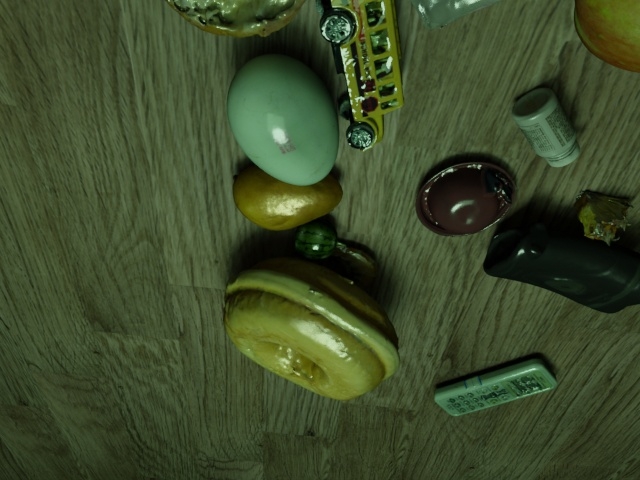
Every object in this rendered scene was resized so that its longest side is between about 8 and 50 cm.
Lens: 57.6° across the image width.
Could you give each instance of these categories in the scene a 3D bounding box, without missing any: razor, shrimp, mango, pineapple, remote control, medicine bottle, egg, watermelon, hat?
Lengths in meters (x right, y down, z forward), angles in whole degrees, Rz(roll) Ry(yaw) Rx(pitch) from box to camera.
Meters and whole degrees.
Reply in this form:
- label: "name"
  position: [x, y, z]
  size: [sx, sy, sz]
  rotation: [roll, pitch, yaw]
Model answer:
- label: "razor"
  position: [0.535, 0.056, 1.248]
  size: [0.349, 0.113, 0.204]
  rotation: [18, 159, -10]
- label: "shrimp"
  position: [0.016, 0.089, 1.416]
  size: [0.198, 0.051, 0.262]
  rotation: [25, 137, -6]
- label: "mango"
  position: [-0.067, -0.091, 1.197]
  size: [0.228, 0.109, 0.147]
  rotation: [2, 110, 5]
- label: "pineapple"
  position: [0.568, -0.054, 1.182]
  size: [0.116, 0.137, 0.069]
  rotation: [44, 134, 22]
- label: "remote control"
  position: [0.495, 0.419, 1.669]
  size: [0.336, 0.065, 0.128]
  rotation: [-26, 124, 28]
- label: "medicine bottle"
  position: [0.414, -0.202, 1.056]
  size: [0.079, 0.079, 0.140]
  rotation: [-28, 125, 29]
- label: "egg"
  position: [-0.059, -0.205, 1.030]
  size: [0.183, 0.182, 0.264]
  rotation: [-13, 139, 18]
- label: "watermelon"
  position: [-0.006, -0.002, 1.281]
  size: [0.109, 0.108, 0.108]
  rotation: [3, 135, 3]
- label: "hat"
  position: [0.297, -0.071, 1.190]
  size: [0.206, 0.089, 0.205]
  rotation: [3, 134, 3]

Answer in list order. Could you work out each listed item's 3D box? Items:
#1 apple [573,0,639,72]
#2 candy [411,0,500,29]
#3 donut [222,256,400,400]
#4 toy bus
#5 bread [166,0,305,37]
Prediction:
- label: "apple"
  position: [0.467, -0.375, 0.709]
  size: [0.340, 0.339, 0.339]
  rotation: [3, 135, 3]
- label: "candy"
  position: [0.194, -0.423, 0.816]
  size: [0.195, 0.137, 0.184]
  rotation: [-14, 132, 27]
- label: "donut"
  position: [-0.025, 0.208, 1.359]
  size: [0.449, 0.198, 0.448]
  rotation: [21, 150, 13]
- label: "toy bus"
  position: [0.070, -0.314, 0.956]
  size: [0.123, 0.121, 0.335]
  rotation: [-12, 132, 5]
- label: "bread"
  position: [-0.124, -0.435, 0.836]
  size: [0.275, 0.149, 0.273]
  rotation: [6, 131, 7]
